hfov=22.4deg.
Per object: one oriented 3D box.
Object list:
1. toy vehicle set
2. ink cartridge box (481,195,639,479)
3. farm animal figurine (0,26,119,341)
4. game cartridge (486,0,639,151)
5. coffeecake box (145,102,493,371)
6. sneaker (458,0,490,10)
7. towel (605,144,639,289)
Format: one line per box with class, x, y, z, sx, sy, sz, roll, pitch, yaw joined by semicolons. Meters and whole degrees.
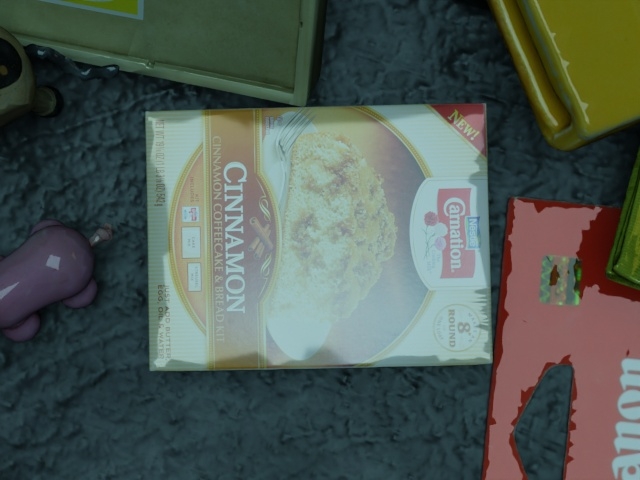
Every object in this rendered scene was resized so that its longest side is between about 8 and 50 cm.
toy vehicle set;-0.126;-0.173;0.865;0.266;0.035;0.166;13;130;7
ink cartridge box;0.212;0.116;0.888;0.238;0.060;0.275;6;88;1
farm animal figurine;-0.286;0.038;0.853;0.326;0.172;0.330;6;88;3
game cartridge;0.209;-0.229;0.861;0.323;0.052;0.285;-21;87;-21
coffeecake box;0.000;0.000;0.896;0.185;0.068;0.142;-2;86;2
sneaker;0.018;-0.233;0.901;0.297;0.111;0.129;22;76;-4
towel;0.232;-0.072;0.875;0.102;0.021;0.237;17;70;7
